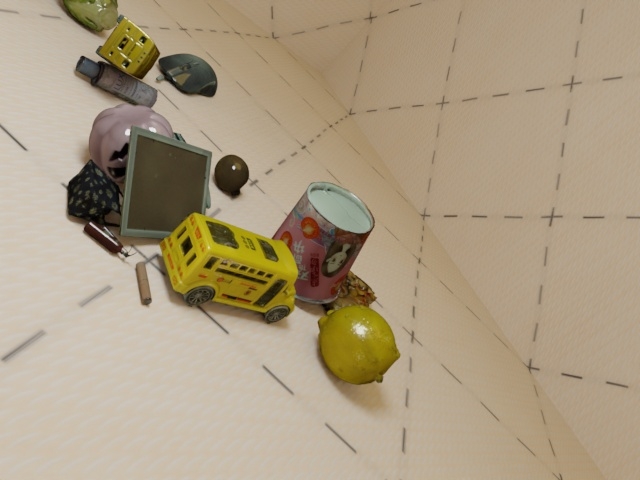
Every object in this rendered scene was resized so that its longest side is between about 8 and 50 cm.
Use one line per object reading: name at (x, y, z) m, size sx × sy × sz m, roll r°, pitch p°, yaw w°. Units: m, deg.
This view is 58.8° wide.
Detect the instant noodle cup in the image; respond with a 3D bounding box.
instant noodle cup at (0.000, 0.000, 1.439) m, size 0.243 × 0.231 × 0.243 m, roll 22°, pitch 34°, yaw -16°

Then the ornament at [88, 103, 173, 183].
ornament at (-0.403, -0.200, 1.218) m, size 0.177 × 0.177 × 0.177 m, roll 39°, pitch 22°, yaw -19°

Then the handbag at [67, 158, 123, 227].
handbag at (-0.416, -0.070, 1.099) m, size 0.139 × 0.072 × 0.115 m, roll 44°, pitch 15°, yaw -45°

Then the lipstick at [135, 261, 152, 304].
lipstick at (-0.326, 0.078, 1.046) m, size 0.019 × 0.019 × 0.094 m, roll 26°, pitch 28°, yaw -42°

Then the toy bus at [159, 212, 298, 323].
toy bus at (-0.165, 0.059, 1.202) m, size 0.330 × 0.152 × 0.144 m, roll 21°, pitch 31°, yaw -47°

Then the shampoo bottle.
shampoo bottle at (-0.535, -0.416, 1.494) m, size 0.214 × 0.072 × 0.072 m, roll 21°, pitch 32°, yaw -48°

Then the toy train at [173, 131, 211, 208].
toy train at (-0.339, -0.177, 1.440) m, size 0.048 × 0.055 × 0.252 m, roll 16°, pitch 35°, yaw -53°

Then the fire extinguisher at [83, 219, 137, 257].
fire extinguisher at (-0.393, 0.000, 1.062) m, size 0.100 × 0.032 × 0.046 m, roll 41°, pitch -13°, yaw -12°

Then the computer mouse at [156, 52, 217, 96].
computer mouse at (-0.446, -0.567, 1.919) m, size 0.167 × 0.090 × 0.379 m, roll 44°, pitch 22°, yaw -3°

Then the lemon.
lemon at (0.081, 0.238, 1.314) m, size 0.206 × 0.173 × 0.173 m, roll 38°, pitch 18°, yaw 16°

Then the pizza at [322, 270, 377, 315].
pizza at (0.042, 0.122, 1.598) m, size 0.251 × 0.074 × 0.287 m, roll 44°, pitch 19°, yaw 2°

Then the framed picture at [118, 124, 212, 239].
framed picture at (-0.316, -0.107, 1.185) m, size 0.017 × 0.217 × 0.274 m, roll 7°, pitch -2°, yaw 23°

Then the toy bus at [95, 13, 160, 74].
toy bus at (-0.500, -0.503, 1.508) m, size 0.123 × 0.121 × 0.335 m, roll 35°, pitch 3°, yaw -17°

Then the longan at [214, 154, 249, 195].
longan at (-0.245, -0.178, 1.579) m, size 0.106 × 0.106 × 0.119 m, roll -87°, pitch 171°, yaw -63°

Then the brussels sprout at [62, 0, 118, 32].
brussels sprout at (-0.675, -0.703, 1.663) m, size 0.180 × 0.144 × 0.161 m, roll 44°, pitch -18°, yaw 30°
